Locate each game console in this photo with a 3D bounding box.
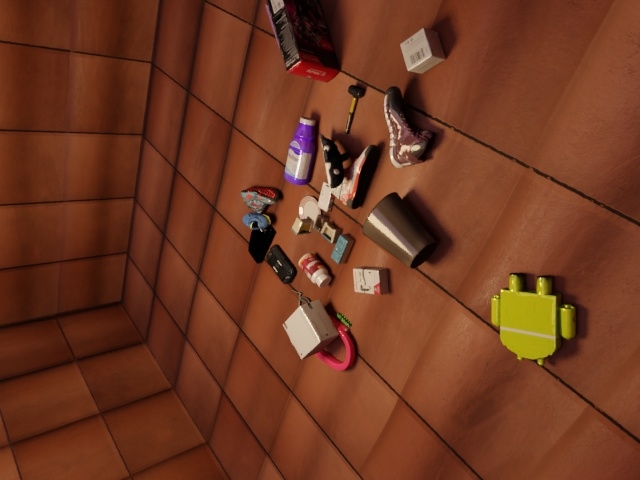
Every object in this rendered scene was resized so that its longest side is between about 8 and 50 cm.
[{"bbox_3d":[-0.244,0.071,2.332,0.361,0.044,0.213,52,130,30],"label":"game console"}]

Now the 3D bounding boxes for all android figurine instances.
[{"bbox_3d":[0.628,0.235,1.413,0.248,0.056,0.272,1,97,47],"label":"android figurine"}]

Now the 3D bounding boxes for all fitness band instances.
[{"bbox_3d":[0.043,0.444,2.087,0.291,0.054,0.209,28,119,42],"label":"fitness band"}]

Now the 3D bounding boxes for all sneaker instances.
[{"bbox_3d":[-0.280,-0.192,2.307,0.262,0.104,0.125,15,125,49],"label":"sneaker"},{"bbox_3d":[0.316,-0.393,1.619,0.163,0.106,0.281,3,109,42],"label":"sneaker"},{"bbox_3d":[-0.333,-0.091,2.305,0.209,0.082,0.069,8,119,47],"label":"sneaker"},{"bbox_3d":[0.123,-0.268,1.843,0.145,0.090,0.270,39,126,33],"label":"sneaker"}]

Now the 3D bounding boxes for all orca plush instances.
[{"bbox_3d":[0.066,-0.316,1.846,0.287,0.102,0.151,-98,-2,-54],"label":"orca plush"}]

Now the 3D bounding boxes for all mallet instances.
[{"bbox_3d":[0.129,-0.504,1.840,0.062,0.039,0.189,28,121,38],"label":"mallet"}]

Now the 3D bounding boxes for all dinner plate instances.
[{"bbox_3d":[-0.044,-0.126,2.101,0.141,0.017,0.141,10,104,47],"label":"dinner plate"}]

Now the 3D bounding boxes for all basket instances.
[{"bbox_3d":[0.287,-0.023,1.672,0.227,0.154,0.204,46,125,27],"label":"basket"}]

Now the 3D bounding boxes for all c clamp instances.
[{"bbox_3d":[-0.087,0.320,2.223,0.137,0.022,0.160,6,99,49],"label":"c clamp"}]

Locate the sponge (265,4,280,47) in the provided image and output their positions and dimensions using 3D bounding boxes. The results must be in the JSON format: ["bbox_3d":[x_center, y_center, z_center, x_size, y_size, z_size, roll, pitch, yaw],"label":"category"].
[{"bbox_3d":[-0.163,-0.881,1.990,0.117,0.031,0.210,49,169,32],"label":"sponge"}]

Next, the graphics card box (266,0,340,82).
[{"bbox_3d":[-0.071,-0.821,1.848,0.094,0.233,0.370,-24,79,42],"label":"graphics card box"}]

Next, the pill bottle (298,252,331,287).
[{"bbox_3d":[-0.022,0.132,2.072,0.152,0.086,0.086,48,128,30],"label":"pill bottle"}]

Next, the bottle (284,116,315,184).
[{"bbox_3d":[-0.081,-0.385,2.039,0.118,0.092,0.282,34,121,40],"label":"bottle"}]

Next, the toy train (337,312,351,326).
[{"bbox_3d":[0.100,0.341,2.029,0.083,0.017,0.023,43,136,33],"label":"toy train"}]

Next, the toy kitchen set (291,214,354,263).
[{"bbox_3d":[0.000,0.000,1.965,0.207,0.166,0.122,42,125,34],"label":"toy kitchen set"}]

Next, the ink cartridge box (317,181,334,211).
[{"bbox_3d":[0.029,-0.185,2.004,0.063,0.029,0.115,34,119,39],"label":"ink cartridge box"}]

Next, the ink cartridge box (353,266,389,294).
[{"bbox_3d":[0.197,0.157,1.862,0.135,0.056,0.099,0,98,47],"label":"ink cartridge box"}]

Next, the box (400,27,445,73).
[{"bbox_3d":[0.336,-0.620,1.552,0.101,0.087,0.102,-21,81,47],"label":"box"}]

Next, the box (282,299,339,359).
[{"bbox_3d":[-0.043,0.383,2.037,0.181,0.119,0.182,58,135,20],"label":"box"}]
